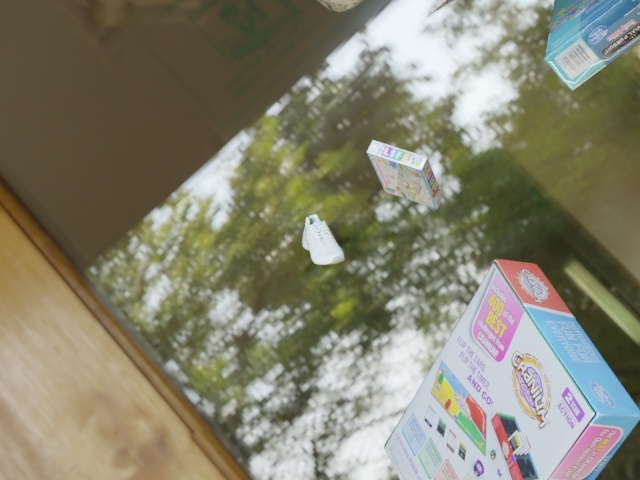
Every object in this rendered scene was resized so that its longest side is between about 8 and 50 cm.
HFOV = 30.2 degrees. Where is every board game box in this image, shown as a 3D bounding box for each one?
[{"bbox_3d":[0.202,0.219,1.344,0.064,0.242,0.316,6,-53,-29],"label":"board game box"},{"bbox_3d":[0.523,-0.420,2.068,0.254,0.079,0.336,-37,14,28],"label":"board game box"},{"bbox_3d":[0.146,-0.111,2.026,0.026,0.103,0.154,-64,-23,-15],"label":"board game box"}]

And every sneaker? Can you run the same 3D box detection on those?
[{"bbox_3d":[0.000,0.000,2.142,0.054,0.152,0.061,-12,-65,-18],"label":"sneaker"}]

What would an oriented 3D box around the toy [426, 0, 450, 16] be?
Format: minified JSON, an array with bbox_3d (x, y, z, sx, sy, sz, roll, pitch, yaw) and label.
[{"bbox_3d":[0.225,-0.392,1.609,0.137,0.056,0.237,-39,5,41],"label":"toy"}]

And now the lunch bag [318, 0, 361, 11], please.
[{"bbox_3d":[-0.015,-0.542,1.877,0.256,0.305,0.212,32,-68,-34],"label":"lunch bag"}]
